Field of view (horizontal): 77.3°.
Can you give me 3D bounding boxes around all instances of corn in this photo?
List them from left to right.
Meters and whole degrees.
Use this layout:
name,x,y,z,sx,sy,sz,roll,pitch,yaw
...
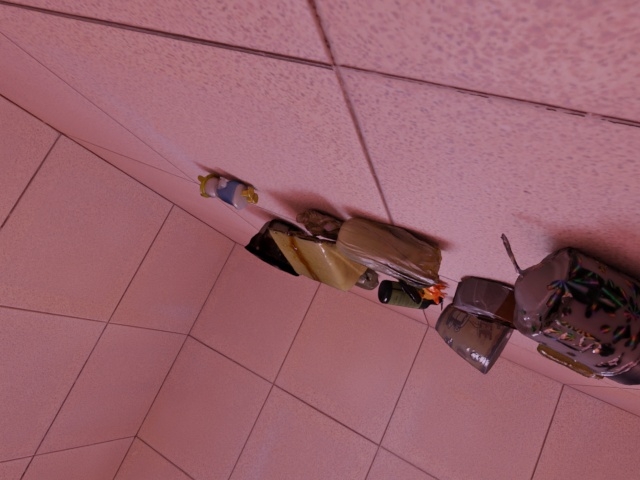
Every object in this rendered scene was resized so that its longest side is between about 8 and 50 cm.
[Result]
name,x,y,z,sx,sy,sz,roll,pitch,yaw
corn,0.188,0.030,1.094,0.306,0.123,0.122,20,167,25

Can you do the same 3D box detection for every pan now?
name,x,y,z,sx,sy,sz,roll,pitch,yaw
pan,0.315,0.162,1.559,0.212,0.040,0.115,46,177,8

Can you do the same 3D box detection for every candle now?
name,x,y,z,sx,sy,sz,roll,pitch,yaw
candle,0.445,0.109,0.715,0.331,0.187,0.187,27,170,2

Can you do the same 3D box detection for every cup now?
name,x,y,z,sx,sy,sz,roll,pitch,yaw
cup,0.638,0.365,1.652,0.257,0.227,0.301,34,-154,32

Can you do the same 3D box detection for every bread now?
name,x,y,z,sx,sy,sz,roll,pitch,yaw
bread,0.000,0.000,1.395,0.346,0.242,0.404,20,152,37
bread,0.807,0.356,1.293,0.184,0.110,0.234,26,177,29

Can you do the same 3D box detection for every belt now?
name,x,y,z,sx,sy,sz,roll,pitch,yaw
belt,0.510,0.190,1.209,0.184,0.105,0.261,25,174,-12

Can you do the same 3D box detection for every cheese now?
name,x,y,z,sx,sy,sz,roll,pitch,yaw
cheese,0.201,0.176,1.942,0.176,0.090,0.202,22,170,11

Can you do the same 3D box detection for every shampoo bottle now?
name,x,y,z,sx,sy,sz,roll,pitch,yaw
shampoo bottle,0.386,0.232,1.674,0.284,0.101,0.101,10,174,-13

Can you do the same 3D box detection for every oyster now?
name,x,y,z,sx,sy,sz,roll,pitch,yaw
oyster,-0.002,-0.047,1.308,0.191,0.081,0.163,21,175,43

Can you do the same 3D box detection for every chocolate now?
name,x,y,z,sx,sy,sz,roll,pitch,yaw
chocolate,-0.173,0.016,1.756,0.284,0.186,0.283,27,180,0

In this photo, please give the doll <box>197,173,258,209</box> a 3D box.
name,x,y,z,sx,sy,sz,roll,pitch,yaw
doll,-0.336,-0.174,1.410,0.241,0.098,0.135,22,-167,24

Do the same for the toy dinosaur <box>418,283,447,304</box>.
name,x,y,z,sx,sy,sz,roll,pitch,yaw
toy dinosaur,0.416,0.182,1.493,0.117,0.070,0.288,27,168,27
